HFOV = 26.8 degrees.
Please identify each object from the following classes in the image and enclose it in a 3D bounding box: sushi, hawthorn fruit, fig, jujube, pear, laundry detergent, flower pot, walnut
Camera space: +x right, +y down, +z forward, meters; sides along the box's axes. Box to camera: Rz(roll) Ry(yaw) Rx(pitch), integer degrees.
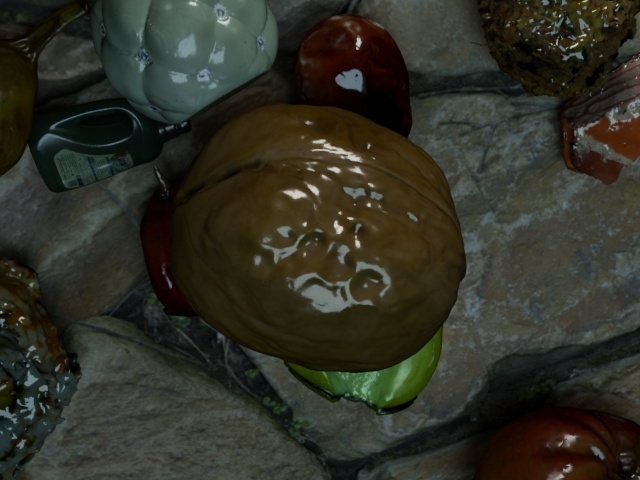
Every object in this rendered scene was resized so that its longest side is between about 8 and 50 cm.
[{"bbox_3d":[-0.556,0.209,1.981,0.417,0.176,0.418,-6,120,-10],"label":"sushi"},{"bbox_3d":[-0.185,0.000,1.960,0.189,0.189,0.251,-31,101,5],"label":"hawthorn fruit"},{"bbox_3d":[-0.421,-0.196,1.809,0.290,0.190,0.191,-31,125,-27],"label":"fig"},{"bbox_3d":[0.058,-0.214,1.906,0.168,0.168,0.236,-35,138,7],"label":"jujube"},{"bbox_3d":[0.093,0.120,2.098,0.292,0.159,0.292,-6,117,-11],"label":"pear"},{"bbox_3d":[-0.293,-0.147,1.892,0.221,0.078,0.144,-17,144,-2],"label":"laundry detergent"},{"bbox_3d":[-0.174,-0.270,1.765,0.246,0.246,0.195,-32,96,5],"label":"flower pot"},{"bbox_3d":[0.412,0.485,2.267,0.402,0.403,0.403,-6,120,-10],"label":"hawthorn fruit"},{"bbox_3d":[0.000,0.000,1.763,0.397,0.354,0.308,18,147,-6],"label":"walnut"}]

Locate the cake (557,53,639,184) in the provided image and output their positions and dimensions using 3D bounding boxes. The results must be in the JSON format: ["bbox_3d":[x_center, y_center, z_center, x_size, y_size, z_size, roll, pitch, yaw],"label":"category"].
[{"bbox_3d":[0.469,-0.212,2.029,0.135,0.098,0.287,34,107,-27],"label":"cake"}]

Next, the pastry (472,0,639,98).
[{"bbox_3d":[0.348,-0.321,1.885,0.274,0.193,0.275,-5,118,-9],"label":"pastry"}]
